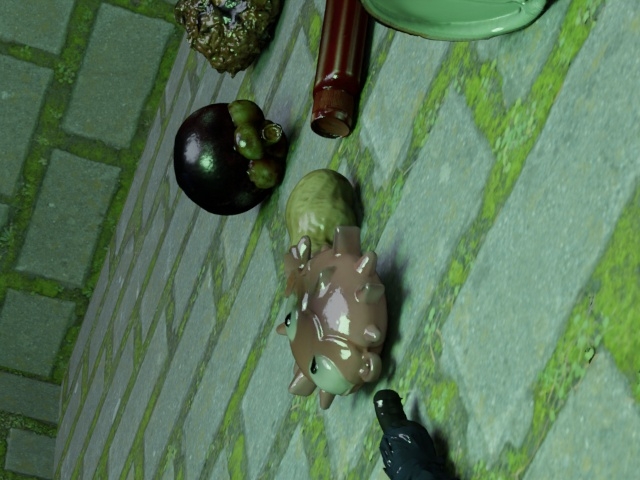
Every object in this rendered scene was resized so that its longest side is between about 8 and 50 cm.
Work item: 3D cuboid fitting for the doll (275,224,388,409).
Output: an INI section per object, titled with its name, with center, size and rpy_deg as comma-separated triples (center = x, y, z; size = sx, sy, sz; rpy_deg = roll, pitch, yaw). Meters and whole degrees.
[doll]
center = 0.013, 0.085, 1.566
size = 0.211, 0.093, 0.262
rpy_deg = -65, 34, 28

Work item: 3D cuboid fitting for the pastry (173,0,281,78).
[pastry]
center = -0.185, -0.467, 2.656
size = 0.275, 0.193, 0.275
rpy_deg = -163, 90, -76

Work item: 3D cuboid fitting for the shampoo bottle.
[shampoo bottle]
center = 0.030, -0.273, 1.947
size = 0.102, 0.064, 0.260
rpy_deg = 133, 149, -58

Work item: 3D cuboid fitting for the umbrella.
[umbrella]
center = 0.092, 0.211, 1.274
size = 0.248, 0.071, 0.071
rpy_deg = -108, 37, -70

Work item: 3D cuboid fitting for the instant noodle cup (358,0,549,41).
[instant noodle cup]
center = 0.136, -0.347, 1.361
size = 0.243, 0.243, 0.231
rpy_deg = 143, 135, -65

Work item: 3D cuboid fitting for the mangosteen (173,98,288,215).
[mangosteen]
center = -0.141, -0.148, 2.242
size = 0.230, 0.194, 0.194
rpy_deg = -29, 40, 31

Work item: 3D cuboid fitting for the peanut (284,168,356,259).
[peanut]
center = 0.001, 0.001, 1.738
size = 0.104, 0.086, 0.228
rpy_deg = -36, 37, 36
